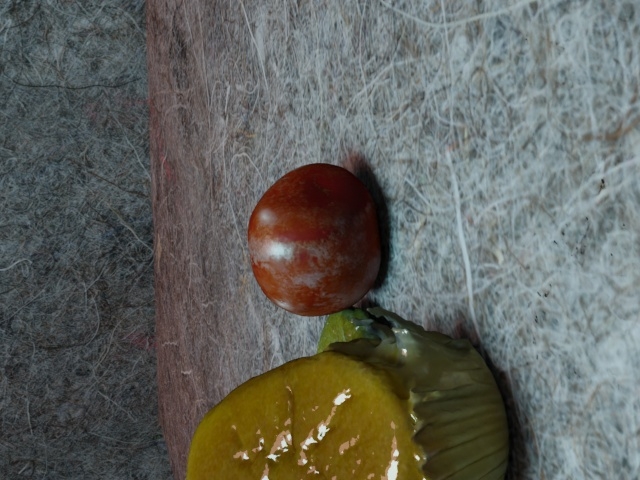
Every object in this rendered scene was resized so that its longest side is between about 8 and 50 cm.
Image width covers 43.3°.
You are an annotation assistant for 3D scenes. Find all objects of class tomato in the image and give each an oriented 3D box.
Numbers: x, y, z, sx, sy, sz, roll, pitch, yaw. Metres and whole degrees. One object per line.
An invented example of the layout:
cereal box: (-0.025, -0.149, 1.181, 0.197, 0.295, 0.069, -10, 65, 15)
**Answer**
tomato: (0.000, 0.000, 0.986, 0.187, 0.151, 0.187, -10, -90, -67)

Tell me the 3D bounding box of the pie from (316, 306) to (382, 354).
pie: (0.055, 0.232, 1.036, 0.323, 0.070, 0.324, 177, 90, -70)

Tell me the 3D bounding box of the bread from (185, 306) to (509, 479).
bread: (0.010, 0.234, 0.836, 0.388, 0.183, 0.236, -37, 67, 42)
